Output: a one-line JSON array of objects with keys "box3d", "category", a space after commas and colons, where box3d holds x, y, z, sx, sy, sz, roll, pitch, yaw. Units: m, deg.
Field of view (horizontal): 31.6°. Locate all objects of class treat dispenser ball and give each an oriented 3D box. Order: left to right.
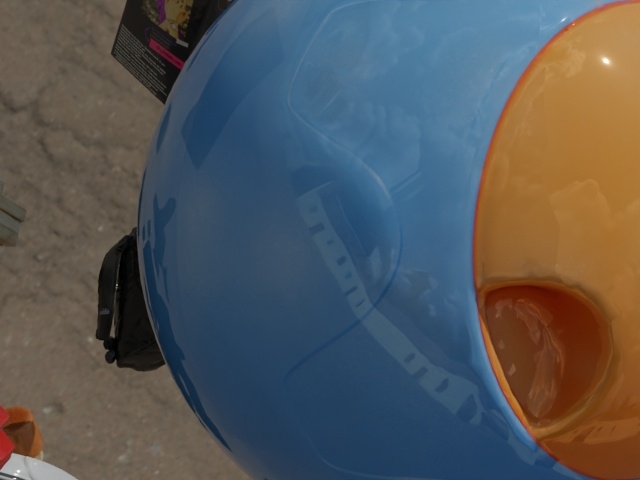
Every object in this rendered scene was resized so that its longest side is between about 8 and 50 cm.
[{"box3d": [0.062, -0.004, 0.518, 0.288, 0.288, 0.288, 21, 52, -28], "category": "treat dispenser ball"}]

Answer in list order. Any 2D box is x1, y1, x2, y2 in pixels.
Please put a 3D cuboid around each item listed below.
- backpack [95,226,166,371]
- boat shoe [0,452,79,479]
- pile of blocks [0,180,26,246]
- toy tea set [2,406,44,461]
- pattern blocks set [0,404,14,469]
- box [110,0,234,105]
[{"box3d": [-0.218, 0.071, 1.499, 0.115, 0.152, 0.182, 38, 31, -53], "category": "backpack"}, {"box3d": [-0.357, 0.250, 1.067, 0.306, 0.113, 0.105, 28, 44, -29], "category": "boat shoe"}, {"box3d": [-0.529, -0.051, 1.599, 0.149, 0.362, 0.112, 8, 71, 0], "category": "pile of blocks"}, {"box3d": [-0.583, 0.313, 1.708, 0.336, 0.124, 0.200, 13, 39, 19], "category": "toy tea set"}, {"box3d": [-0.412, 0.075, 0.959, 0.285, 0.026, 0.325, 14, 26, -34], "category": "pattern blocks set"}, {"box3d": [-0.172, -0.345, 1.628, 0.143, 0.270, 0.165, 44, 46, 13], "category": "box"}]
